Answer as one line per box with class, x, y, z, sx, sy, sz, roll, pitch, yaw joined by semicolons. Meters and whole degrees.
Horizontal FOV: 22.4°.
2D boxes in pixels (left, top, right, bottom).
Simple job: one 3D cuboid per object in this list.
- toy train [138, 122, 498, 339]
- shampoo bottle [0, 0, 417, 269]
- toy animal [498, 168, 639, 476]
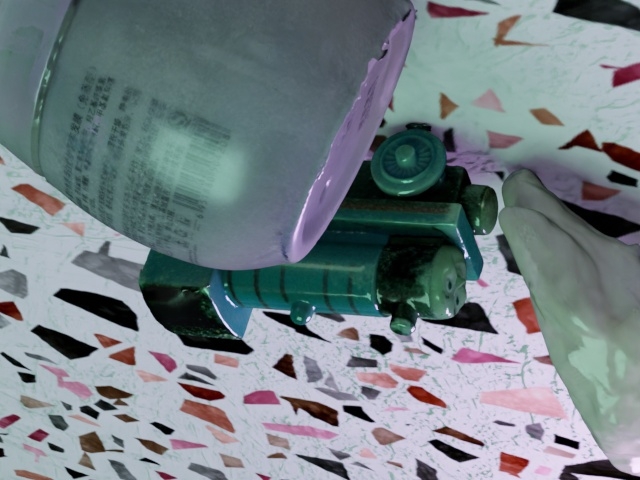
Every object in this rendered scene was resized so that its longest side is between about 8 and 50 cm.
toy train;0.000;0.000;1.418;0.298;0.194;0.120;3;146;24
shampoo bottle;-0.089;-0.129;1.172;0.266;0.273;0.273;27;151;5
toy animal;0.289;0.062;1.416;0.188;0.266;0.308;-16;95;25
